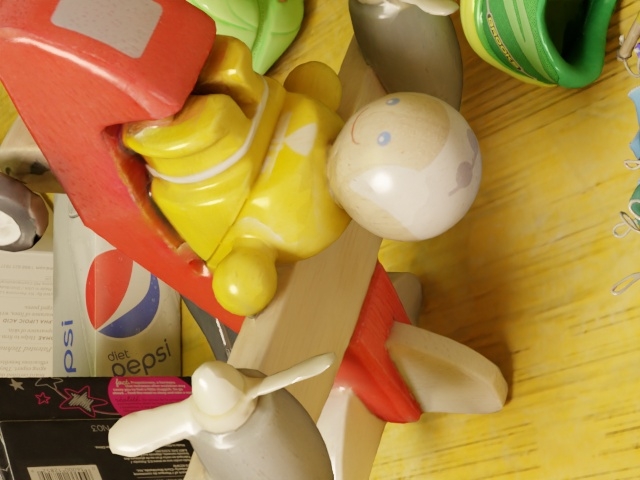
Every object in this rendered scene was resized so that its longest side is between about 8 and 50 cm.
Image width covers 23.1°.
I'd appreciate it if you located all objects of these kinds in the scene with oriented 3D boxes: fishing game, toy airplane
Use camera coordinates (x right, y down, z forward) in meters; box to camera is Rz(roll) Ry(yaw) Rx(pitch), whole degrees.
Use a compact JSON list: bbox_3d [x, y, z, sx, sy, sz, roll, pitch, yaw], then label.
[{"bbox_3d":[0.182,0.004,0.860,0.189,0.041,0.264,25,-121,-85],"label":"fishing game"},{"bbox_3d":[0.000,0.000,0.965,0.272,0.384,0.386,-20,84,42],"label":"toy airplane"}]

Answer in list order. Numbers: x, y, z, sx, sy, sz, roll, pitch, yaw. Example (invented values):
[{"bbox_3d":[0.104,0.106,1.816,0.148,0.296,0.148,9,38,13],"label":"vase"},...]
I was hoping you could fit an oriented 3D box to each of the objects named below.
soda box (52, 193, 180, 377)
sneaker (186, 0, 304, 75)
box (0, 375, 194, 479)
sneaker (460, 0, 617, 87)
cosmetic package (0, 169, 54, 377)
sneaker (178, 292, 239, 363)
[{"bbox_3d":[-0.191,0.051,1.461,0.098,0.091,0.286,-10,79,55],"label":"soda box"},{"bbox_3d":[-0.194,-0.246,1.416,0.483,0.185,0.202,51,124,47],"label":"sneaker"},{"bbox_3d":[-0.165,0.214,1.264,0.163,0.247,0.142,57,134,42],"label":"box"},{"bbox_3d":[0.174,-0.227,0.937,0.123,0.109,0.296,44,132,46],"label":"sneaker"},{"bbox_3d":[-0.404,0.131,1.723,0.217,0.156,0.385,47,126,48],"label":"cosmetic package"},{"bbox_3d":[-0.023,0.024,1.242,0.222,0.083,0.118,-32,79,43],"label":"sneaker"}]
